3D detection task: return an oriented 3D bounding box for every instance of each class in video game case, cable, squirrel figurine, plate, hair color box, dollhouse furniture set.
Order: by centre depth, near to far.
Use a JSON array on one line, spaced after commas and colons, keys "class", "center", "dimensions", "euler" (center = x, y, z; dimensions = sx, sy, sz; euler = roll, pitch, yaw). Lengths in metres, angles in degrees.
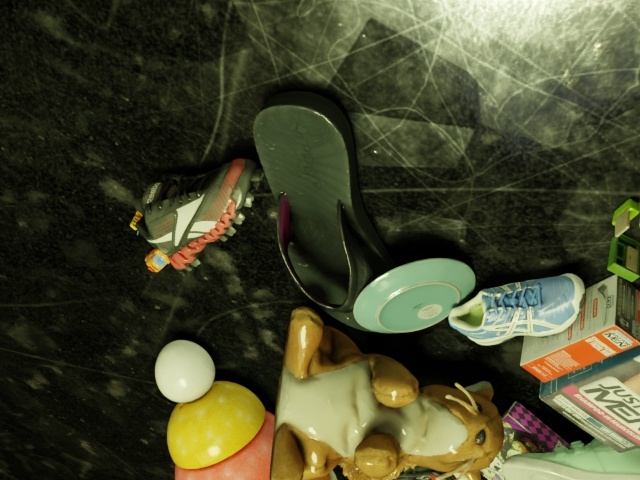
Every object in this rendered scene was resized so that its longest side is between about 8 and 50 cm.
[{"class": "dollhouse furniture set", "center": [0.404, -0.019, 0.865], "dimensions": [0.076, 0.059, 0.152], "euler": [27, 140, -4]}, {"class": "hair color box", "center": [0.489, 0.166, 0.988], "dimensions": [0.174, 0.105, 0.347], "euler": [34, 138, -12]}, {"class": "hair color box", "center": [0.364, 0.126, 1.013], "dimensions": [0.053, 0.093, 0.167], "euler": [34, 139, -13]}, {"class": "plate", "center": [0.142, 0.092, 1.064], "dimensions": [0.188, 0.024, 0.188], "euler": [-10, 142, -8]}, {"class": "squirrel figurine", "center": [0.109, 0.302, 1.238], "dimensions": [0.370, 0.281, 0.397], "euler": [7, 162, -3]}, {"class": "video game case", "center": [0.392, 0.418, 1.290], "dimensions": [0.232, 0.042, 0.210], "euler": [40, 143, 15]}, {"class": "cable", "center": [0.205, 0.453, 1.427], "dimensions": [0.072, 0.140, 0.287], "euler": [-4, 158, -31]}]

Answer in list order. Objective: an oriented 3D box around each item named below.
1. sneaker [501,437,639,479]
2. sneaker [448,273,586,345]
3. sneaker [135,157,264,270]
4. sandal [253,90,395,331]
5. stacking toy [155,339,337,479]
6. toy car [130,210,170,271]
[{"class": "sneaker", "center": [0.432, 0.347, 1.169], "dimensions": [0.255, 0.151, 0.094], "euler": [-3, 126, 28]}, {"class": "sneaker", "center": [0.275, 0.100, 1.023], "dimensions": [0.081, 0.080, 0.211], "euler": [19, 145, -36]}, {"class": "sneaker", "center": [-0.192, -0.053, 1.081], "dimensions": [0.135, 0.098, 0.276], "euler": [36, 140, -17]}, {"class": "sandal", "center": [-0.003, -0.001, 1.039], "dimensions": [0.167, 0.107, 0.446], "euler": [1, 135, 25]}, {"class": "stacking toy", "center": [-0.194, 0.408, 1.489], "dimensions": [0.350, 0.350, 0.480], "euler": [-10, 110, 33]}, {"class": "toy car", "center": [-0.305, 0.010, 1.246], "dimensions": [0.060, 0.041, 0.122], "euler": [-9, 130, 33]}]
